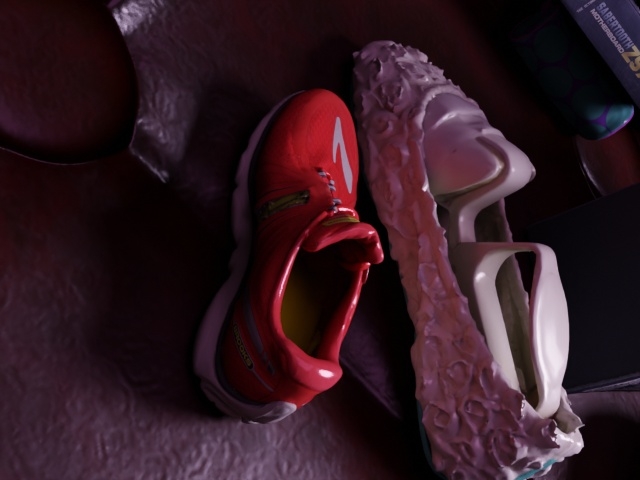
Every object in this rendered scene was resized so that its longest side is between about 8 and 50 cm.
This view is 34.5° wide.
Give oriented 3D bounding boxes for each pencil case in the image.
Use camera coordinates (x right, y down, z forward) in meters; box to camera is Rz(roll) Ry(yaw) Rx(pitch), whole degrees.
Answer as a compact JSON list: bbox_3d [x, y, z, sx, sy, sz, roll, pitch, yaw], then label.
[{"bbox_3d":[0.272,-0.182,1.117,0.151,0.064,0.070,49,64,-16],"label":"pencil case"}]

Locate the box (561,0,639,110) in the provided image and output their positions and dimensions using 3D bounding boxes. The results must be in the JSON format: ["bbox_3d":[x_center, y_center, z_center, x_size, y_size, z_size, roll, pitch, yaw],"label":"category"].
[{"bbox_3d":[0.314,-0.240,1.123,0.183,0.059,0.232,49,19,-14],"label":"box"}]

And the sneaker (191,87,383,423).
[{"bbox_3d":[0.000,0.000,0.743,0.107,0.118,0.279,30,53,-31],"label":"sneaker"}]

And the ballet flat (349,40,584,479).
[{"bbox_3d":[0.132,0.002,0.857,0.147,0.147,0.408,4,68,-42],"label":"ballet flat"}]

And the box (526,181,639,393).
[{"bbox_3d":[0.411,0.033,0.982,0.294,0.296,0.182,6,68,-41],"label":"box"}]

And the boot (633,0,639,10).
[{"bbox_3d":[0.385,-0.376,1.255,0.260,0.131,0.348,28,32,-49],"label":"boot"}]
